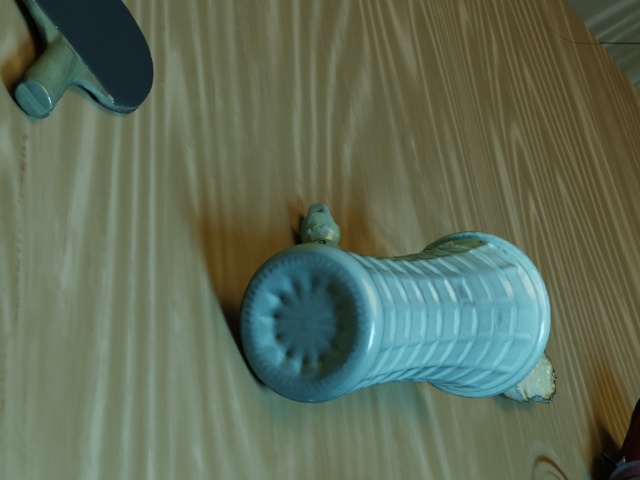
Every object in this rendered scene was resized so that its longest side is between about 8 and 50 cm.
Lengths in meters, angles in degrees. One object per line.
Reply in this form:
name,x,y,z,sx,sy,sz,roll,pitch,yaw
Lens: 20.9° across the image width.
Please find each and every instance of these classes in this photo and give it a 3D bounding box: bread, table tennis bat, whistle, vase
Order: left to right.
table tennis bat,-0.175,-0.143,1.249,0.138,0.022,0.246,52,20,-17
whistle,0.000,0.000,1.422,0.035,0.035,0.100,46,21,-29
vase,0.057,0.059,1.330,0.299,0.143,0.143,4,56,-62
bread,0.181,0.104,1.679,0.129,0.044,0.126,7,61,-68

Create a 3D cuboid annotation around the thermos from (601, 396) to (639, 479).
thermos,0.347,0.234,1.761,0.099,0.124,0.232,52,28,-5
